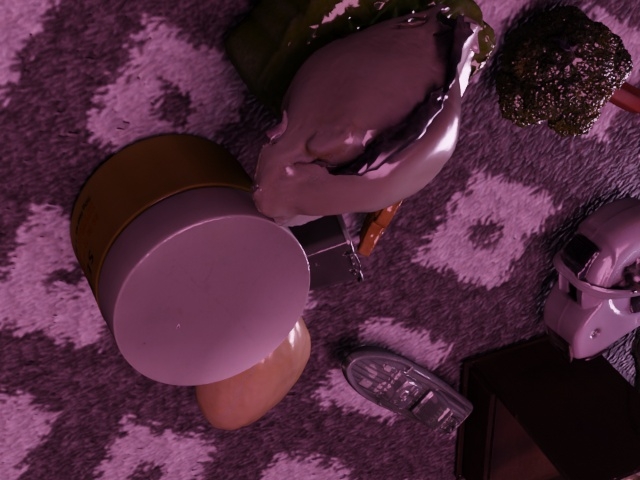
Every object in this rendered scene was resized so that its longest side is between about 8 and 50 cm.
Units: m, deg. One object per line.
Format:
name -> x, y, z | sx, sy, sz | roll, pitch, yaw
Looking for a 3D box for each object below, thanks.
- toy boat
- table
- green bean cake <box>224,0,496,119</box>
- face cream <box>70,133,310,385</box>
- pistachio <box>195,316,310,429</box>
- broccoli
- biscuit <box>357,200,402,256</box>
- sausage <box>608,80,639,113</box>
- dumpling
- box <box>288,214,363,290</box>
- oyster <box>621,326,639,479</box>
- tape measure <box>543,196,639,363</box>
toy boat -> 0.119, 0.207, 1.650 | 0.260, 0.085, 0.078 | 32, 105, -40
table -> 0.350, 0.319, 1.726 | 0.196, 0.282, 0.250 | -15, 129, -20
green bean cake -> 0.041, -0.206, 1.281 | 0.248, 0.125, 0.222 | -44, 132, 8
face cream -> -0.145, 0.018, 1.303 | 0.218, 0.179, 0.218 | -15, 128, -19
pistachio -> -0.083, 0.152, 1.474 | 0.145, 0.117, 0.200 | 6, 120, -16
broccoli -> 0.281, -0.198, 1.425 | 0.162, 0.146, 0.138 | -48, 165, -10
biscuit -> 0.093, -0.065, 1.407 | 0.035, 0.162, 0.250 | 29, 140, -3
sausage -> 0.372, -0.195, 1.534 | 0.147, 0.035, 0.030 | 19, 80, -35
dumpling -> 0.064, -0.100, 1.186 | 0.293, 0.163, 0.204 | -38, 130, -17
box -> 0.000, 0.000, 1.418 | 0.069, 0.122, 0.084 | -20, 130, 0
oyster -> 0.525, 0.214, 1.796 | 0.162, 0.158, 0.351 | 21, 86, 1
tape measure -> 0.419, 0.038, 1.676 | 0.236, 0.120, 0.197 | -27, 130, -15
